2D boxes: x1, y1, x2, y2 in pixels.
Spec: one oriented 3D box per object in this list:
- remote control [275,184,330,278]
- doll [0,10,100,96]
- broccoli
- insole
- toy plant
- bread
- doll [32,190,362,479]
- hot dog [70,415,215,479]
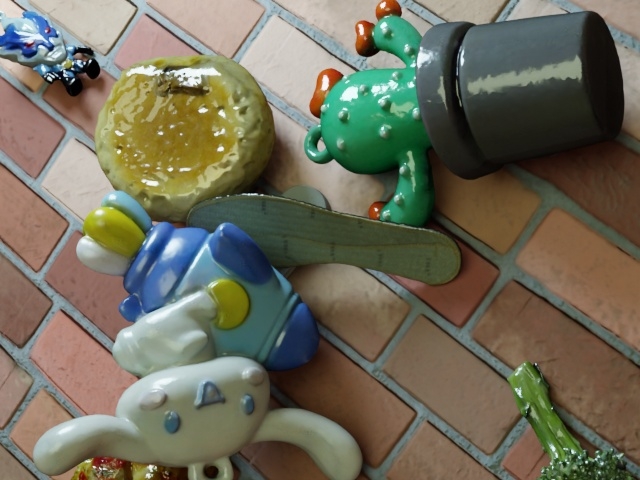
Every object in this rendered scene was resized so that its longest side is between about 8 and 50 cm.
[{"bbox_3d":[-0.076,0.033,1.688,0.077,0.022,0.245,43,98,26],"label":"remote control"},{"bbox_3d":[-0.400,-0.276,1.873,0.195,0.070,0.096,36,65,23],"label":"doll"},{"bbox_3d":[0.263,0.228,1.466,0.118,0.122,0.204,-26,55,2],"label":"broccoli"},{"bbox_3d":[0.000,0.000,1.598,0.348,0.119,0.009,9,42,12],"label":"insole"},{"bbox_3d":[0.146,-0.149,1.543,0.400,0.185,0.279,-7,106,30],"label":"toy plant"},{"bbox_3d":[-0.169,-0.134,1.703,0.244,0.134,0.244,-5,75,21],"label":"bread"},{"bbox_3d":[-0.138,0.116,1.549,0.187,0.376,0.365,-23,64,46],"label":"doll"},{"bbox_3d":[-0.225,0.318,1.626,0.150,0.153,0.256,18,88,26],"label":"hot dog"}]
